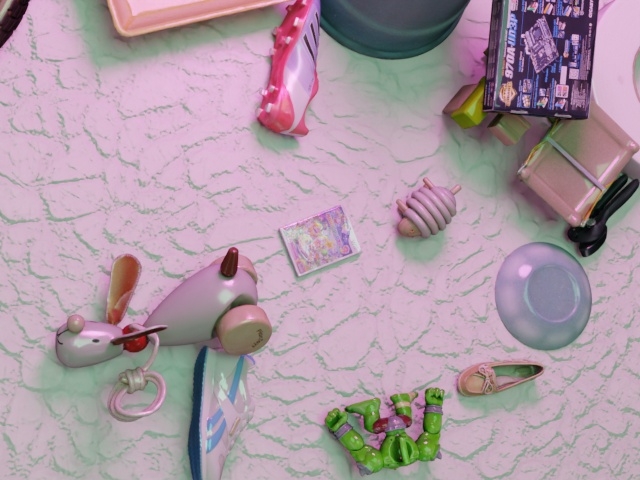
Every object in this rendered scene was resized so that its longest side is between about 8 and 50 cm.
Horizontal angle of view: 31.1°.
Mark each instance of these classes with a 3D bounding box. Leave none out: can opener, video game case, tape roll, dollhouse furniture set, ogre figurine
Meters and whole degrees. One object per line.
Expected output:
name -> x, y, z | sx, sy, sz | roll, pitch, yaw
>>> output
can opener -> 0.511, -0.055, 2.083 | 0.059, 0.073, 0.186 | 27, 64, 28
video game case -> 0.000, 0.000, 1.914 | 0.122, 0.011, 0.087 | -21, 88, -21
tape roll -> 0.653, -0.289, 2.156 | 0.392, 0.072, 0.392 | 3, 80, -18
dollhouse furniture set -> 0.383, -0.191, 2.028 | 0.301, 0.151, 0.197 | 41, 85, -14
ogre figurine -> 0.114, 0.311, 1.856 | 0.197, 0.097, 0.118 | -3, 70, -31

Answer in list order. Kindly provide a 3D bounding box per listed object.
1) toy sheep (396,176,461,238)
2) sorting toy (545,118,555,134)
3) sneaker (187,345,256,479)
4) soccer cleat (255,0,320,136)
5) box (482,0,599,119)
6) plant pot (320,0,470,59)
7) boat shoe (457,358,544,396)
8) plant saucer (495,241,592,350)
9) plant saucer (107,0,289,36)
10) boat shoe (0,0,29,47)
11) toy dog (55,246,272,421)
toy sheep -> 0.185, -0.054, 1.948 | 0.132, 0.091, 0.091 | -40, 95, -2
sorting toy -> 0.443, -0.211, 2.086 | 0.061, 0.042, 0.102 | 13, 76, -16
sneaker -> -0.151, 0.280, 1.774 | 0.092, 0.087, 0.229 | 9, 80, -19
soccer cleat -> -0.036, -0.294, 1.924 | 0.095, 0.083, 0.248 | 23, 74, -30
box -> 0.366, -0.315, 1.905 | 0.175, 0.051, 0.220 | 3, 95, -14
plant pot -> 0.160, -0.510, 1.887 | 0.341, 0.334, 0.341 | 3, 80, -18
boat shoe -> 0.306, 0.231, 1.958 | 0.153, 0.048, 0.056 | -6, 82, -20
plant saucer -> 0.401, 0.095, 2.022 | 0.195, 0.037, 0.195 | 4, 79, -19
plant saucer -> -0.228, -0.508, 1.888 | 0.333, 0.081, 0.333 | -17, 86, -21
boat shoe -> -0.494, -0.437, 1.774 | 0.120, 0.122, 0.324 | 19, 67, -9
toy dog -> -0.226, 0.098, 1.723 | 0.333, 0.161, 0.220 | -29, 49, -27
